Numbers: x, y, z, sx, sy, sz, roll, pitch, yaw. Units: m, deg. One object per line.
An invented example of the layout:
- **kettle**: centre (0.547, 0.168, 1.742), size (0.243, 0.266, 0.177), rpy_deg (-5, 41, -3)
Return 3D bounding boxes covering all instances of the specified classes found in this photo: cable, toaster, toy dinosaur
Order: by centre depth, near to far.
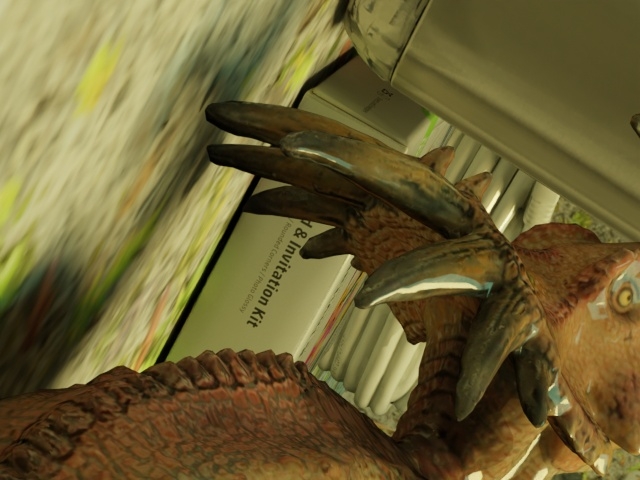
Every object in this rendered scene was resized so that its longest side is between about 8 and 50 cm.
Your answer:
- **toy dinosaur**: centre (-0.020, 0.062, 0.371), size (0.296, 0.127, 0.200), rpy_deg (-15, 130, -66)
- **toaster**: centre (0.104, -0.081, 0.558), size (0.129, 0.146, 0.227), rpy_deg (-63, 175, 34)
- **cable**: centre (0.073, -0.035, 0.929), size (0.257, 0.089, 0.257), rpy_deg (-61, 176, 29)

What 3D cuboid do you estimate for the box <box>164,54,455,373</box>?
- **box**: centre (0.000, 0.000, 0.653), size (0.145, 0.038, 0.186), rpy_deg (-61, 174, 19)
